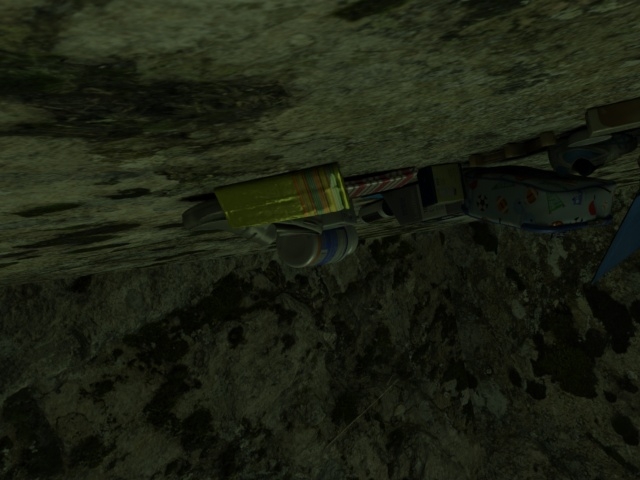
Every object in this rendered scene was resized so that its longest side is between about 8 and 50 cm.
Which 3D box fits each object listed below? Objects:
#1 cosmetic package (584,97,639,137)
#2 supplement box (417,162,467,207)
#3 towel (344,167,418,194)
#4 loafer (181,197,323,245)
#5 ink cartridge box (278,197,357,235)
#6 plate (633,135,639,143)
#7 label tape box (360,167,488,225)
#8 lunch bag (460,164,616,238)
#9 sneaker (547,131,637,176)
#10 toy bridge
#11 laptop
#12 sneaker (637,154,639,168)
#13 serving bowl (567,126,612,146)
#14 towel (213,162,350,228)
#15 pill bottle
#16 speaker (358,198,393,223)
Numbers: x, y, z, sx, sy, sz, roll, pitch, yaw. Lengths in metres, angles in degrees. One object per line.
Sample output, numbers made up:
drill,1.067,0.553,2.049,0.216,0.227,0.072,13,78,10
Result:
cosmetic package,0.511,-0.209,1.173,0.115,0.041,0.060,-11,176,14
supplement box,0.266,-0.121,1.524,0.083,0.083,0.056,-8,176,-21
towel,0.105,-0.124,1.515,0.197,0.029,0.144,-12,177,-9
loafer,-0.125,-0.043,1.418,0.319,0.111,0.112,-8,176,-32
ink cartridge box,-0.010,-0.062,1.768,0.175,0.072,0.127,-11,176,18
plate,0.898,-0.256,1.539,0.278,0.045,0.277,-10,176,-21
label tape box,0.313,-0.101,1.825,0.334,0.106,0.241,-13,175,40
lunch bag,0.474,-0.093,1.508,0.243,0.115,0.303,-8,-162,-29
sneaker,0.581,-0.182,1.481,0.237,0.086,0.085,-10,175,-25
toy bridge,0.393,-0.182,1.397,0.063,0.026,0.188,-10,177,-43
laptop,0.845,-0.072,1.523,0.408,0.236,0.382,-4,-166,46
sneaker,0.938,-0.222,1.747,0.299,0.121,0.112,-17,164,-11
serving bowl,0.526,-0.207,1.366,0.083,0.027,0.083,-10,176,-1
towel,-0.069,-0.081,1.287,0.237,0.102,0.021,-10,-141,10
pill bottle,0.000,0.000,2.161,0.152,0.152,0.272,-13,176,34
speaker,0.168,-0.087,2.045,0.055,0.055,0.136,-8,176,-29
